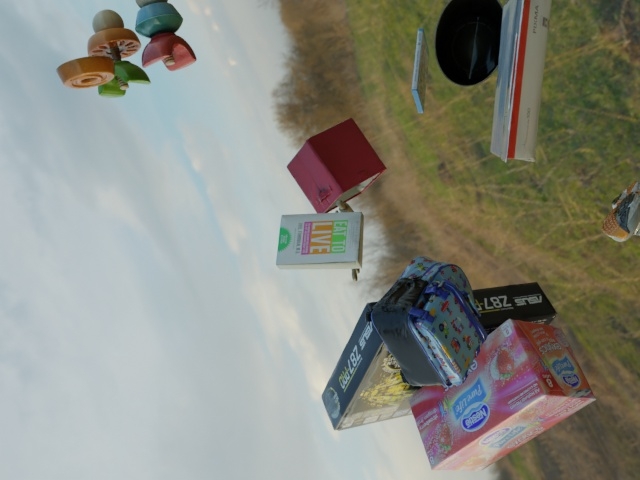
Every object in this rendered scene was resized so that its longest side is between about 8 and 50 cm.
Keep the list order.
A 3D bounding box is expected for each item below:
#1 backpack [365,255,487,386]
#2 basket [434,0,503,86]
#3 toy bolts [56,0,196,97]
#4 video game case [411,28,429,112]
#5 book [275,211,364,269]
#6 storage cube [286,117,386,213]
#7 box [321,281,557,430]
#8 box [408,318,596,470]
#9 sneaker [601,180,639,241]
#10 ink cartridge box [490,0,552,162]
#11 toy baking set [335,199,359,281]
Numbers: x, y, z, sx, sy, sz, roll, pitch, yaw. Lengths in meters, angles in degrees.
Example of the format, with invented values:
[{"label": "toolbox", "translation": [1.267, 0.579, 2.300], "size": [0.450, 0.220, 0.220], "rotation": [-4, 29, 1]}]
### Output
[{"label": "backpack", "translation": [0.171, 0.108, 1.014], "size": [0.173, 0.117, 0.158], "rotation": [-48, -63, -37]}, {"label": "basket", "translation": [0.348, -0.448, 1.584], "size": [0.227, 0.154, 0.204], "rotation": [-31, -53, -73]}, {"label": "toy bolts", "translation": [-0.362, -0.375, 1.255], "size": [0.218, 0.228, 0.158], "rotation": [-16, -89, -66]}, {"label": "video game case", "translation": [0.246, -0.413, 1.695], "size": [0.119, 0.015, 0.166], "rotation": [47, -131, -66]}, {"label": "book", "translation": [0.000, 0.000, 1.184], "size": [0.035, 0.144, 0.096], "rotation": [56, -145, -61]}, {"label": "storage cube", "translation": [0.044, -0.219, 2.089], "size": [0.193, 0.215, 0.183], "rotation": [57, 150, 6]}, {"label": "box", "translation": [0.228, 0.228, 1.381], "size": [0.097, 0.395, 0.318], "rotation": [66, 148, 35]}, {"label": "box", "translation": [0.318, 0.290, 1.263], "size": [0.142, 0.300, 0.154], "rotation": [12, -134, -33]}, {"label": "sneaker", "translation": [0.720, -0.048, 1.561], "size": [0.121, 0.099, 0.262], "rotation": [42, -142, 8]}, {"label": "ink cartridge box", "translation": [0.232, -0.183, 0.780], "size": [0.232, 0.066, 0.189], "rotation": [-62, -25, -78]}, {"label": "toy baking set", "translation": [0.075, -0.005, 1.798], "size": [0.256, 0.030, 0.197], "rotation": [50, -148, -60]}]
